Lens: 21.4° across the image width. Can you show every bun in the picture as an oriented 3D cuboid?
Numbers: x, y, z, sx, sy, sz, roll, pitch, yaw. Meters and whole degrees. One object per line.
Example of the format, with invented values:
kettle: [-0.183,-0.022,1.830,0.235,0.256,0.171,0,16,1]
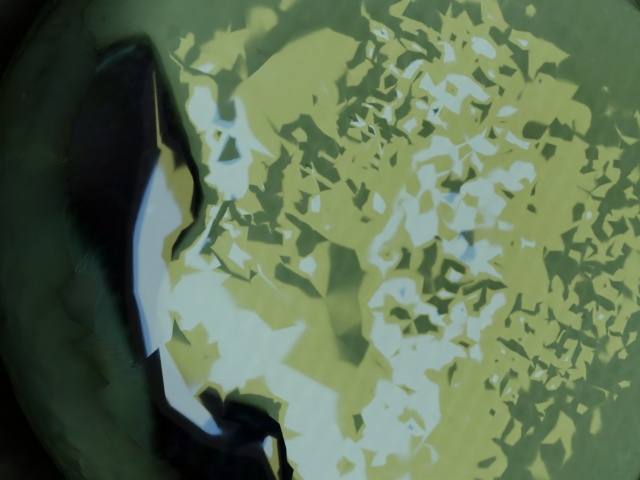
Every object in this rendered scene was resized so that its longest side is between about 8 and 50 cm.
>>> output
bun: [0.000,0.000,0.634,0.283,0.179,0.283,2,85,-24]
